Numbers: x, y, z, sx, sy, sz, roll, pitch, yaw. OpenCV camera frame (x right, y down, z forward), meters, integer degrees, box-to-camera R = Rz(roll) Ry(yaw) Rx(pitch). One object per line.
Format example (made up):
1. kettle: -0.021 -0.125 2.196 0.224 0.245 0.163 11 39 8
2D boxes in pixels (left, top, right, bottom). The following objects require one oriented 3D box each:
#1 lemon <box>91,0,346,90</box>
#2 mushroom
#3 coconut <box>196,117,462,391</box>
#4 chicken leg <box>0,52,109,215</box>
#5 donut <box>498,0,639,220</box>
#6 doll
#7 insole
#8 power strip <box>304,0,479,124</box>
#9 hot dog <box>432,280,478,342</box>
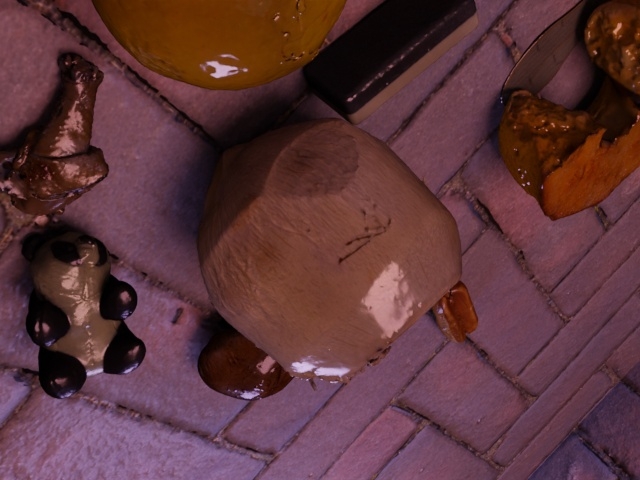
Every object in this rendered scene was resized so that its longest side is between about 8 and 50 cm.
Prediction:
1. lemon: -0.102 -0.296 0.866 0.297 0.297 0.297 -25 139 -25
2. mushroom: -0.089 0.187 1.451 0.231 0.138 0.194 -34 142 -15
3. coconut: 0.000 0.000 1.216 0.346 0.360 0.346 -43 172 -8
4. chicken leg: -0.303 -0.114 1.020 0.125 0.080 0.196 35 97 -40
5. donut: 0.516 -0.237 1.610 0.435 0.163 0.377 -47 149 1
6. doll: -0.324 0.096 1.150 0.143 0.135 0.234 -18 131 -23
7. insole: 0.448 -0.369 1.550 0.348 0.009 0.119 -44 143 -2
8. power strip: 0.107 -0.278 1.230 0.256 0.105 0.070 -40 144 -7
9. hot dog: 0.281 0.146 1.829 0.092 0.062 0.236 -39 145 -8
